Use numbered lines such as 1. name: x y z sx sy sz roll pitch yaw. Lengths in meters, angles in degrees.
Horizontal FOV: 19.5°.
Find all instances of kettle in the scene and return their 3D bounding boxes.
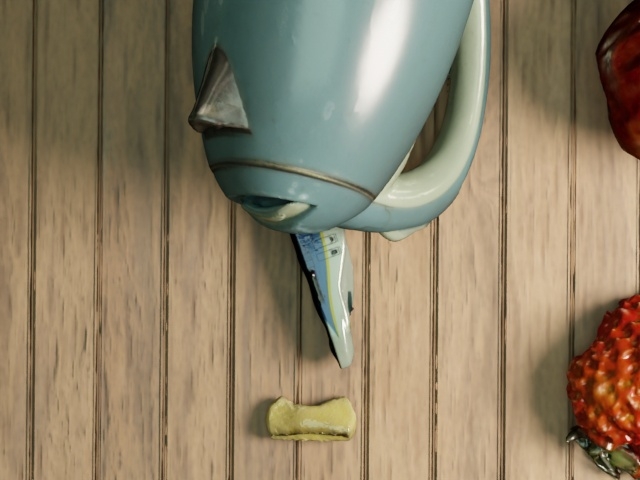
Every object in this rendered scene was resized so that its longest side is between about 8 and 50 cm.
1. kettle: 0.033 -0.165 1.596 0.319 0.247 0.342 16 82 -37

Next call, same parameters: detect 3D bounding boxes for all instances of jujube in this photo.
1. jujube: 0.363 -0.159 1.604 0.243 0.183 0.183 -15 88 13

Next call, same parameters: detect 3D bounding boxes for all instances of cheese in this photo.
1. cheese: -0.009 0.162 1.702 0.083 0.030 0.044 1 69 8

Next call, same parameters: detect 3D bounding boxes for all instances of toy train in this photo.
1. toy train: 0.000 0.000 1.691 0.051 0.052 0.234 -20 88 -1

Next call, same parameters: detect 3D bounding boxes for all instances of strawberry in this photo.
1. strawberry: 0.325 0.116 1.640 0.175 0.107 0.236 40 92 3
